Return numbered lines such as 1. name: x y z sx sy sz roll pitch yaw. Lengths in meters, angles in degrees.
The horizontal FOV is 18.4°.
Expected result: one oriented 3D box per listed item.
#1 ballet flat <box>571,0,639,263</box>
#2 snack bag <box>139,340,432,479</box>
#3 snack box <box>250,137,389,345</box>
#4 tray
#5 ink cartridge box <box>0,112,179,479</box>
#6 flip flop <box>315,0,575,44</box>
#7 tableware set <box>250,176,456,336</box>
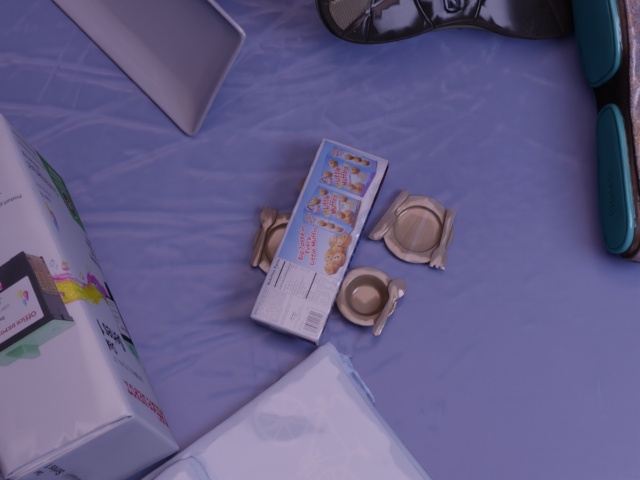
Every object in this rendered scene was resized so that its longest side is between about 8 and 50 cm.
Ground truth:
1. ballet flat: 0.292 -0.137 1.767 0.106 0.107 0.316 -4 87 -15
2. snack bag: -0.025 0.300 1.656 0.342 0.037 0.323 -35 76 -12
3. snack box: 0.000 0.000 1.739 0.064 0.022 0.178 20 74 8
4. tray: -0.174 -0.231 1.778 0.270 0.145 0.030 45 48 12
5. ink cartridge box: -0.235 0.064 1.630 0.117 0.201 0.278 -25 75 0
6. flip flop: 0.124 -0.232 1.803 0.277 0.080 0.112 -9 103 -15
7. tableware set: 0.029 -0.003 1.763 0.168 0.020 0.141 30 74 7
